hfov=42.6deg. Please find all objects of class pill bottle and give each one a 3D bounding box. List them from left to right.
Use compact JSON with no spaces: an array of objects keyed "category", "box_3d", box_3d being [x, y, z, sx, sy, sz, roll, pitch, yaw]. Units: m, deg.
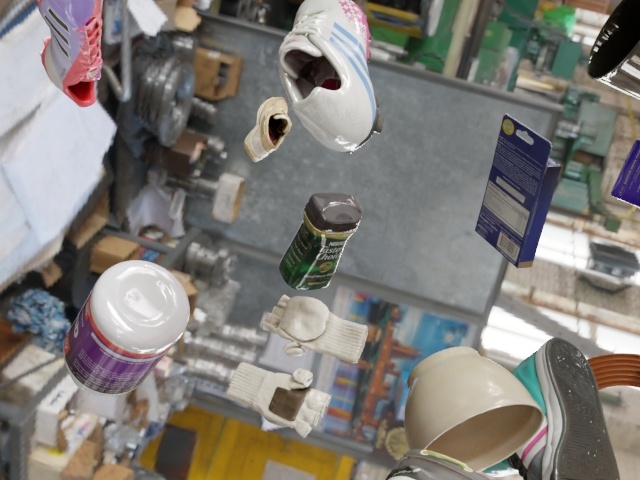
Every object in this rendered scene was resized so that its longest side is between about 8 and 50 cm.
[{"category":"pill bottle","box_3d":[-0.386,0.184,1.581,0.323,0.181,0.181,-47,-165,47]}]

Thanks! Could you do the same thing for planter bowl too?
[{"category":"planter bowl","box_3d":[0.167,0.196,0.977,0.162,0.162,0.109,98,-24,-48]}]

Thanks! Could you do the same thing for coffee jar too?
[{"category":"coffee jar","box_3d":[0.000,0.000,1.417,0.079,0.096,0.184,62,-38,37]}]

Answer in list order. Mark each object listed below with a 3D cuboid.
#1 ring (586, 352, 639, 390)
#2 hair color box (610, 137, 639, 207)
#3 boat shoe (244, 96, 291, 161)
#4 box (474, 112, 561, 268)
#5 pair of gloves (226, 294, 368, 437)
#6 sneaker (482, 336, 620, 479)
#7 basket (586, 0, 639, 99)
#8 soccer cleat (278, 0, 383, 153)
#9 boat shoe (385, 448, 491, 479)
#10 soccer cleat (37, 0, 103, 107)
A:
[{"category":"ring","box_3d":[0.537,0.365,1.434,0.032,0.336,0.336,0,108,-58]},{"category":"hair color box","box_3d":[0.578,-0.047,1.150,0.339,0.185,0.110,-120,-129,-76]},{"category":"boat shoe","box_3d":[-0.080,-0.201,1.445,0.063,0.059,0.170,54,34,-31]},{"category":"box","box_3d":[0.327,-0.084,1.359,0.136,0.036,0.225,-128,-142,-51]},{"category":"pair of gloves","box_3d":[-0.046,0.220,1.508,0.240,0.204,0.042,-60,153,-12]},{"category":"sneaker","box_3d":[0.276,0.287,1.071,0.178,0.124,0.295,-51,-160,41]},{"category":"basket","box_3d":[0.515,-0.240,1.136,0.154,0.227,0.204,-62,-176,11]},{"category":"soccer cleat","box_3d":[0.001,-0.267,1.139,0.116,0.143,0.331,-36,-135,26]},{"category":"boat shoe","box_3d":[0.158,0.246,0.674,0.069,0.228,0.081,-43,157,-54]},{"category":"soccer cleat","box_3d":[-0.300,-0.250,1.024,0.083,0.095,0.248,-34,180,-26]}]
